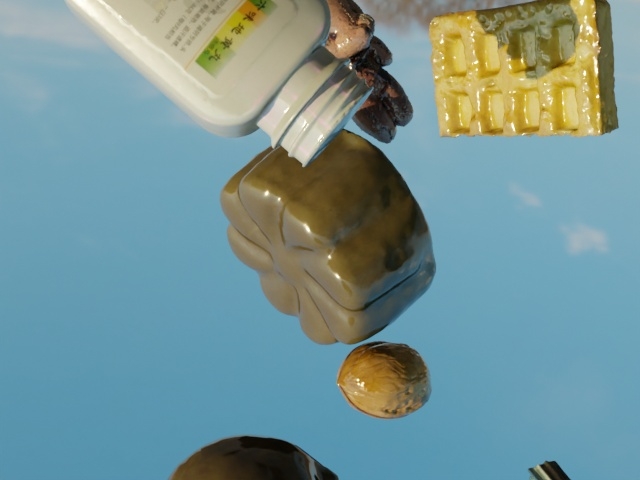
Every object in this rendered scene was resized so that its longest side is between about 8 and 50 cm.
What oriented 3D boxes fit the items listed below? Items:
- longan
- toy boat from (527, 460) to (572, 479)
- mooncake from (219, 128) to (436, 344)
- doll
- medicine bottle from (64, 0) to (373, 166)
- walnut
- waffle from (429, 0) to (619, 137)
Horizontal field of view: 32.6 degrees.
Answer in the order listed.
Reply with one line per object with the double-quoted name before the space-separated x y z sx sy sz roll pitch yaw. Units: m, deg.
"longan" -0.077 0.429 1.449 0.288 0.350 0.288 -23 -175 2
"toy boat" 0.219 0.258 0.952 0.140 0.066 0.059 53 -177 34
"mooncake" 0.000 0.000 1.848 0.378 0.379 0.200 28 -127 35
"doll" 0.073 -0.318 1.978 0.156 0.303 0.201 -20 -151 55
"medicine bottle" -0.101 -0.218 1.111 0.324 0.179 0.124 40 172 1
"walnut" 0.110 0.241 1.899 0.180 0.144 0.144 8 -157 -30
"waffle" 0.252 -0.214 1.377 0.057 0.168 0.274 -13 -169 -37
